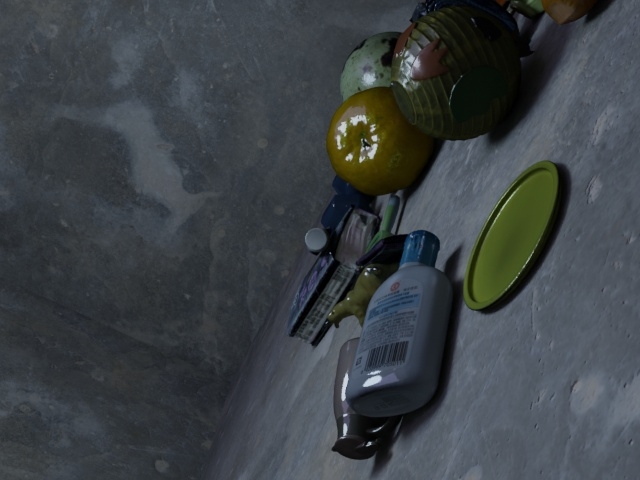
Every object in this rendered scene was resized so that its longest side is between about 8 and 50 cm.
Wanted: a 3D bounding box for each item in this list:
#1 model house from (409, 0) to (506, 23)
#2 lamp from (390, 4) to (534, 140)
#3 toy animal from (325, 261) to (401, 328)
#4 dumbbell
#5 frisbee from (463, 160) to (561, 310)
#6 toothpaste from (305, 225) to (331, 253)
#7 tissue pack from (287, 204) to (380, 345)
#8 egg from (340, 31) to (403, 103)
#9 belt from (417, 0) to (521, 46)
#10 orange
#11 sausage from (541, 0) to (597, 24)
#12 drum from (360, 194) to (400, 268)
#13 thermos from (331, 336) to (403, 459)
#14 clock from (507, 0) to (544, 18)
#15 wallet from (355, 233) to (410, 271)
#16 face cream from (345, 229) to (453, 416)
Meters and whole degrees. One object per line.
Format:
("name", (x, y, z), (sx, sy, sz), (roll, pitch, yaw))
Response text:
("model house", (0.383, -0.649, 1.835), (0.301, 0.190, 0.271), (-60, 6, 22))
("lamp", (0.273, -0.315, 1.335), (0.284, 0.250, 0.250), (-25, 4, -6))
("toy animal", (0.097, 0.121, 1.514), (0.218, 0.101, 0.103), (-58, 11, 44))
("dumbbell", (0.100, -0.126, 2.241), (0.325, 0.160, 0.144), (-75, -15, -57))
("frisbee", (0.269, -0.005, 1.019), (0.236, 0.017, 0.236), (-62, 7, 14))
("toothpaste", (0.000, 0.000, 1.981), (0.096, 0.061, 0.266), (-62, -4, 1))
("tissue pack", (0.030, 0.101, 2.062), (0.361, 0.122, 0.259), (-61, 5, 40))
("egg", (0.200, -0.444, 2.076), (0.287, 0.287, 0.379), (-64, -7, 0))
("belt", (0.315, -0.450, 1.491), (0.122, 0.218, 0.128), (-56, 6, 28))
("orange", (0.153, -0.253, 1.837), (0.235, 0.279, 0.279), (-10, -48, -62))
("sausage", (0.435, -0.476, 1.158), (0.274, 0.105, 0.105), (-66, 7, -10))
("drum", (0.152, -0.002, 1.775), (0.130, 0.049, 0.253), (-59, 8, 33))
("thermos", (0.081, 0.259, 1.178), (0.137, 0.105, 0.193), (-21, 34, 30))
("clock", (0.444, -0.562, 1.437), (0.308, 0.096, 0.235), (138, 156, -76))
("wallet", (0.149, 0.023, 1.491), (0.166, 0.111, 0.030), (132, 127, -63))
("face cream", (0.138, 0.120, 1.163), (0.163, 0.080, 0.336), (-24, 33, 38))
